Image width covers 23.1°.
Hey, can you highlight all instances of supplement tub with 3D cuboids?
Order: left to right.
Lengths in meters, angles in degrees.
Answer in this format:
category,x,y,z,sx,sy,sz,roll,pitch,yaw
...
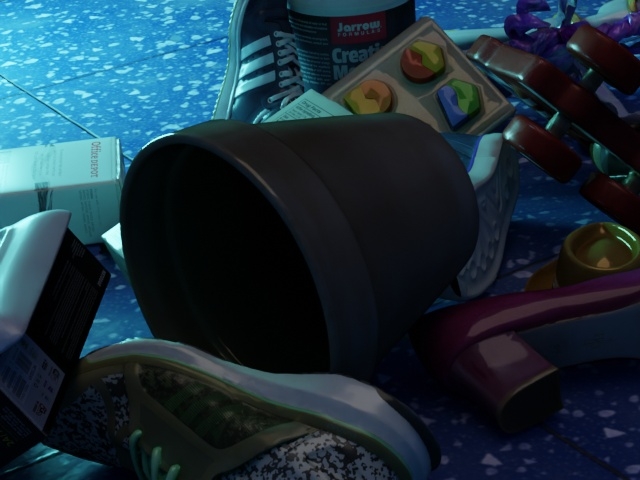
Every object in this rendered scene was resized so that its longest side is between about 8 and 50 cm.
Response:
category,x,y,z,sx,sy,sz,roll,pitch,yaw
supplement tub,0.044,-0.299,2.257,0.191,0.272,0.191,-4,26,2

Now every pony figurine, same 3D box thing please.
category,x,y,z,sx,sy,sz,roll,pitch,yaw
pony figurine,0.327,-0.273,2.217,0.363,0.303,0.351,-15,15,14

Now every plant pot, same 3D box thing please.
category,x,y,z,sx,sy,sz,roll,pitch,yaw
plant pot,0.000,0.000,1.599,0.280,0.323,0.323,-28,34,-37

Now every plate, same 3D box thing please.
category,x,y,z,sx,sy,sz,roll,pitch,yaw
plate,-0.369,0.089,1.488,0.277,0.045,0.278,-36,19,16

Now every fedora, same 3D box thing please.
category,x,y,z,sx,sy,sz,roll,pitch,yaw
fedora,0.318,0.034,1.756,0.194,0.079,0.194,-4,26,2

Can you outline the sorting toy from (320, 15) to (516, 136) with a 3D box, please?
category,x,y,z,sx,sy,sz,roll,pitch,yaw
sorting toy,0.127,-0.186,2.105,0.193,0.038,0.208,-38,65,-5

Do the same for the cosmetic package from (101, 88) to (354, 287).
category,x,y,z,sx,sy,sz,roll,pitch,yaw
cosmetic package,-0.078,-0.028,1.795,0.309,0.113,0.160,-35,33,-11

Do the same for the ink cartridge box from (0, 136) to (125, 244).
category,x,y,z,sx,sy,sz,roll,pitch,yaw
ink cartridge box,-0.362,-0.058,2.042,0.217,0.092,0.158,-8,26,-3

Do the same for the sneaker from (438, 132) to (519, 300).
category,x,y,z,sx,sy,sz,roll,pitch,yaw
sneaker,0.096,-0.025,1.886,0.236,0.130,0.323,-5,29,23

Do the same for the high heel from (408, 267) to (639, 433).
category,x,y,z,sx,sy,sz,roll,pitch,yaw
high heel,0.282,0.061,1.644,0.377,0.127,0.181,-20,38,-24

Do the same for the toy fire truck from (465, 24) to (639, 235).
category,x,y,z,sx,sy,sz,roll,pitch,yaw
toy fire truck,0.335,-0.147,1.947,0.302,0.169,0.254,33,6,-19

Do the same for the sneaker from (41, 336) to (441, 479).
category,x,y,z,sx,sy,sz,roll,pitch,yaw
sneaker,-0.107,0.208,1.428,0.410,0.158,0.182,3,44,26

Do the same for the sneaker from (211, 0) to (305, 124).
category,x,y,z,sx,sy,sz,roll,pitch,yaw
sneaker,-0.052,-0.230,2.156,0.153,0.282,0.099,20,12,30

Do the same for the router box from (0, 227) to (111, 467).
category,x,y,z,sx,sy,sz,roll,pitch,yaw
router box,-0.342,0.139,1.520,0.243,0.081,0.309,-34,20,19

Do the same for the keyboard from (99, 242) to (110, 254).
category,x,y,z,sx,sy,sz,roll,pitch,yaw
keyboard,-0.110,-0.050,1.959,0.317,0.033,0.201,-20,-7,-26
